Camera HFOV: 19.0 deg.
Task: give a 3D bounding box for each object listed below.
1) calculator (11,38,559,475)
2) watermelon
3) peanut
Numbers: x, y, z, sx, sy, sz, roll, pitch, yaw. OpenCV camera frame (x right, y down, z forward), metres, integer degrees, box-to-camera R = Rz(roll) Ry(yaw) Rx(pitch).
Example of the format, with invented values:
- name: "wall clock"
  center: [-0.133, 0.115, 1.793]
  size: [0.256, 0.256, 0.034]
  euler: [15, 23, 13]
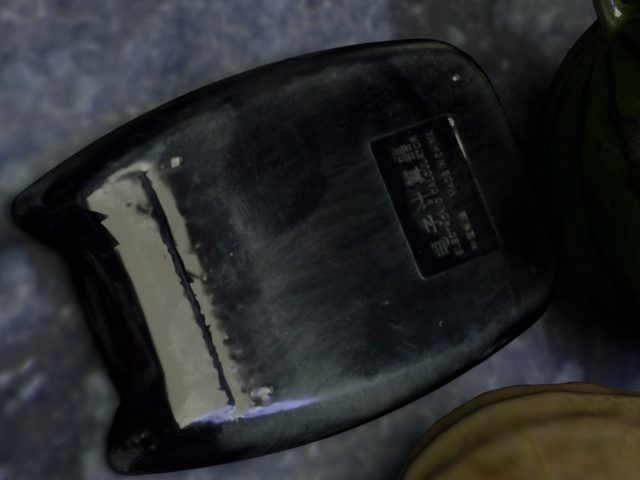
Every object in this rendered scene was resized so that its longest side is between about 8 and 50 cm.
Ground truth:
- name: "calculator"
  center: [0.000, 0.000, 0.903]
  size: [0.268, 0.040, 0.177]
  euler: [-22, 89, -29]
- name: "watermelon"
  center: [0.186, -0.044, 0.900]
  size: [0.215, 0.188, 0.188]
  euler: [42, 67, -16]
- name: "peanut"
  center: [0.185, 0.153, 0.887]
  size: [0.325, 0.140, 0.153]
  euler: [19, 96, -22]
